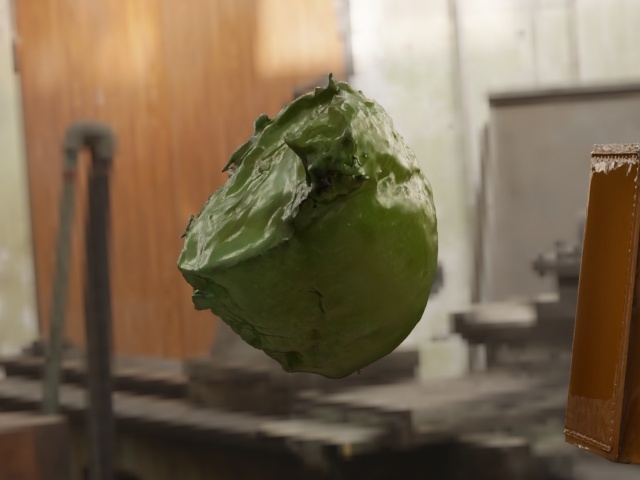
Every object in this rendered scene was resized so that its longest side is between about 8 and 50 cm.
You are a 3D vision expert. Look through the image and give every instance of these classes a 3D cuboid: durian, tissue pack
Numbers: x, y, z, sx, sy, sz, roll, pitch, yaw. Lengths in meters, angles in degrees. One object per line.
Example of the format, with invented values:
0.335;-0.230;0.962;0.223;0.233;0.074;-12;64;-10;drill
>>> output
0.000;0.000;1.896;0.255;0.204;0.340;-25;-44;17;durian
0.335;0.057;1.697;0.194;0.275;0.145;6;2;-14;tissue pack
